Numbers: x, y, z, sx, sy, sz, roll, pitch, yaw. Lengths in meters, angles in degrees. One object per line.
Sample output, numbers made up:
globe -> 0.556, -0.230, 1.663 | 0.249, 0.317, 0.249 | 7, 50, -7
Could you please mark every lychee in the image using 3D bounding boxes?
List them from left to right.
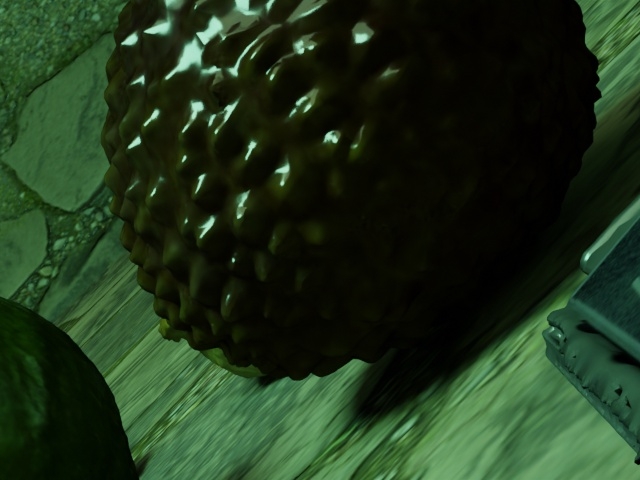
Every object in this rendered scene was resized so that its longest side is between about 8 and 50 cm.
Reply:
lychee -> 0.013, -0.059, 0.714 | 0.238, 0.200, 0.200 | -55, 2, 25

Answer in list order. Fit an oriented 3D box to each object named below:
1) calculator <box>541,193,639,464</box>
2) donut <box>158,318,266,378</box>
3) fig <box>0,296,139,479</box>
calculator -> 0.126, -0.014, 0.461 | 0.166, 0.028, 0.274 | -47, 5, 4
donut -> 0.000, 0.000, 0.956 | 0.178, 0.065, 0.162 | -45, 2, 3
fig -> -0.137, 0.135, 0.723 | 0.203, 0.203, 0.235 | -45, 46, -6
